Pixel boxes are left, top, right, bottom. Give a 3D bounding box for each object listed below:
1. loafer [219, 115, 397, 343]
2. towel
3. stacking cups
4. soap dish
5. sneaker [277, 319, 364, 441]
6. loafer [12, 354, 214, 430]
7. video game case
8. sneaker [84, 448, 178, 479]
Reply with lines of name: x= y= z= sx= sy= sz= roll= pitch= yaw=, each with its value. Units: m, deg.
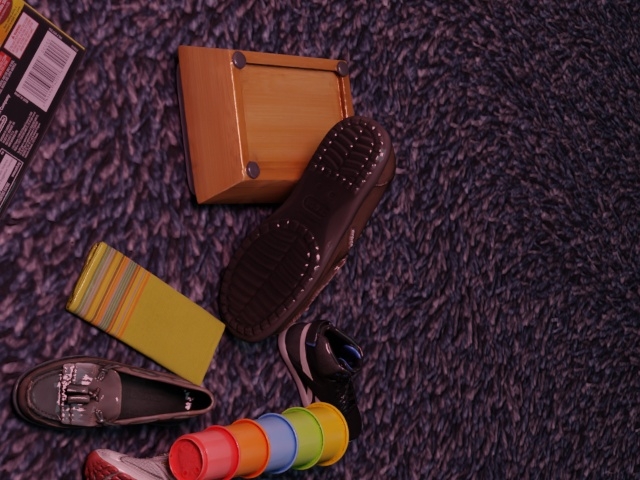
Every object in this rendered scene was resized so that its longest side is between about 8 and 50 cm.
loafer: x=0.000 y=0.000 z=1.577 sx=0.366 sy=0.134 sz=0.130 roll=-52 pitch=150 yaw=8
towel: x=-0.233 y=0.103 z=1.499 sx=0.237 sy=0.021 sz=0.102 roll=38 pitch=64 yaw=-34
stacking cups: x=-0.084 y=0.274 z=1.514 sx=0.316 sy=0.096 sz=0.096 roll=9 pitch=77 yaw=-55
soap dish: x=-0.068 y=-0.172 z=1.633 sx=0.291 sy=0.118 sz=0.229 roll=-4 pitch=86 yaw=-45
sneaker: x=0.028 y=0.218 z=1.657 sx=0.079 sy=0.121 sz=0.217 roll=-45 pitch=114 yaw=-38
loafer: x=-0.256 y=0.195 z=1.414 sx=0.267 sy=0.084 sz=0.096 roll=9 pitch=77 yaw=-43
video game case: x=-0.439 y=-0.196 z=1.340 sx=0.248 sy=0.035 sz=0.275 roll=38 pitch=60 yaw=-34
sneaker: x=-0.212 y=0.315 z=1.452 sx=0.225 sy=0.088 sz=0.093 roll=30 pitch=43 yaw=-37
